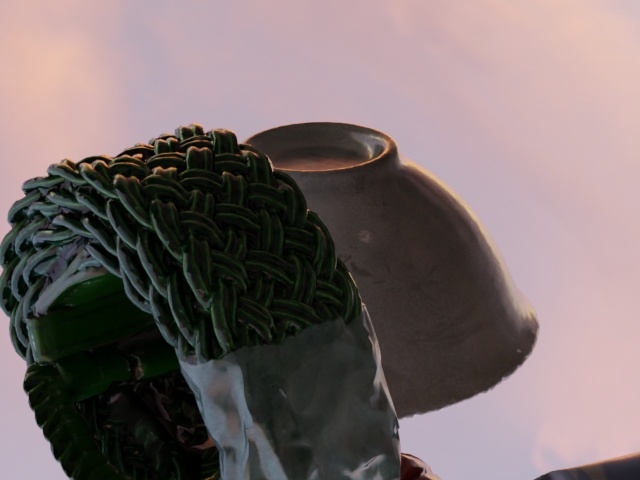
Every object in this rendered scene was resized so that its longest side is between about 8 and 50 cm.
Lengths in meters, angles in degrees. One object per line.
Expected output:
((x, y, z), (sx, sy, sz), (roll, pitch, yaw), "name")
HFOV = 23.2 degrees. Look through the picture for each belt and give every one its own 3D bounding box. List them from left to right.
((-0.047, 0.042, 0.491), (0.079, 0.121, 0.151), (-25, -99, -41), "belt")

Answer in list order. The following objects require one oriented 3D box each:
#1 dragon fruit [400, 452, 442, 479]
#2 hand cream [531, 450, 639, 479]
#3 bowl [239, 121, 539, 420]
((0.015, 0.232, 0.683), (0.342, 0.277, 0.277), (38, -152, 30), "dragon fruit")
((0.242, 0.116, 0.772), (0.271, 0.058, 0.091), (-17, -126, -5), "hand cream")
((0.000, 0.000, 1.111), (0.313, 0.146, 0.313), (-3, -156, 1), "bowl")
